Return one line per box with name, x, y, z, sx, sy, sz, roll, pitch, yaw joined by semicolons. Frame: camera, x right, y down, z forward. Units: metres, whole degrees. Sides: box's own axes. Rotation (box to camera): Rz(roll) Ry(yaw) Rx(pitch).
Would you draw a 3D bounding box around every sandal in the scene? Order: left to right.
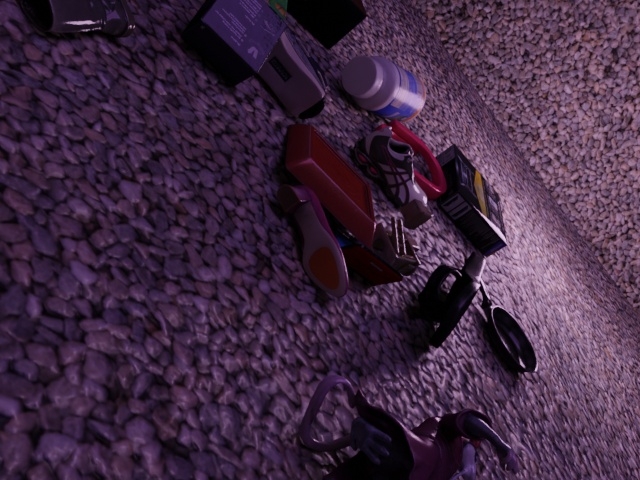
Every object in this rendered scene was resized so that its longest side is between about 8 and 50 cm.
sandal;0.285;0.120;1.791;0.107;0.168;0.446;30;17;7

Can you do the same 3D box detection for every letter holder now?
letter holder;-0.031;-0.738;2.258;0.301;0.152;0.214;37;29;-33

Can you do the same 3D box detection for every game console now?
game console;0.091;0.023;1.621;0.144;0.124;0.085;36;58;-33

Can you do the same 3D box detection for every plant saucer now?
plant saucer;0.031;-0.132;1.704;0.258;0.047;0.259;44;20;-20

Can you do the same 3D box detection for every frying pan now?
frying pan;0.455;0.214;2.045;0.326;0.053;0.197;47;26;-11

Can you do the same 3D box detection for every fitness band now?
fitness band;0.256;-0.228;2.249;0.290;0.054;0.209;29;38;-40

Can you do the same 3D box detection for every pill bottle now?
pill bottle;0.176;-0.432;2.237;0.272;0.152;0.152;8;52;-56

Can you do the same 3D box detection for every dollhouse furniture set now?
dollhouse furniture set;0.217;0.005;1.763;0.181;0.161;0.101;15;46;-52

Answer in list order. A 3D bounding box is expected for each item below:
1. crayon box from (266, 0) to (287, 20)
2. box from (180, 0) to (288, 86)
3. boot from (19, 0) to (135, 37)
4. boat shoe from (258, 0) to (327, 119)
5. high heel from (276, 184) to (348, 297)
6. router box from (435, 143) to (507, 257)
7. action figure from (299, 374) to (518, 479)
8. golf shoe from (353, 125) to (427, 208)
crayon box;-0.138;-0.639;1.839;0.278;0.081;0.165;103;-33;-61
box;-0.177;-0.436;1.635;0.156;0.093;0.158;42;57;-25
boot;-0.418;-0.416;1.308;0.190;0.076;0.208;57;32;10
boat shoe;-0.105;-0.441;1.824;0.341;0.127;0.158;56;18;-16
high heel;0.000;0.000;1.513;0.244;0.082;0.117;56;18;16
router box;0.460;-0.127;2.433;0.243;0.081;0.309;44;27;-20
action figure;0.143;0.354;1.248;0.275;0.248;0.370;36;18;26
golf shoe;0.203;-0.173;2.010;0.273;0.120;0.105;40;28;-31
